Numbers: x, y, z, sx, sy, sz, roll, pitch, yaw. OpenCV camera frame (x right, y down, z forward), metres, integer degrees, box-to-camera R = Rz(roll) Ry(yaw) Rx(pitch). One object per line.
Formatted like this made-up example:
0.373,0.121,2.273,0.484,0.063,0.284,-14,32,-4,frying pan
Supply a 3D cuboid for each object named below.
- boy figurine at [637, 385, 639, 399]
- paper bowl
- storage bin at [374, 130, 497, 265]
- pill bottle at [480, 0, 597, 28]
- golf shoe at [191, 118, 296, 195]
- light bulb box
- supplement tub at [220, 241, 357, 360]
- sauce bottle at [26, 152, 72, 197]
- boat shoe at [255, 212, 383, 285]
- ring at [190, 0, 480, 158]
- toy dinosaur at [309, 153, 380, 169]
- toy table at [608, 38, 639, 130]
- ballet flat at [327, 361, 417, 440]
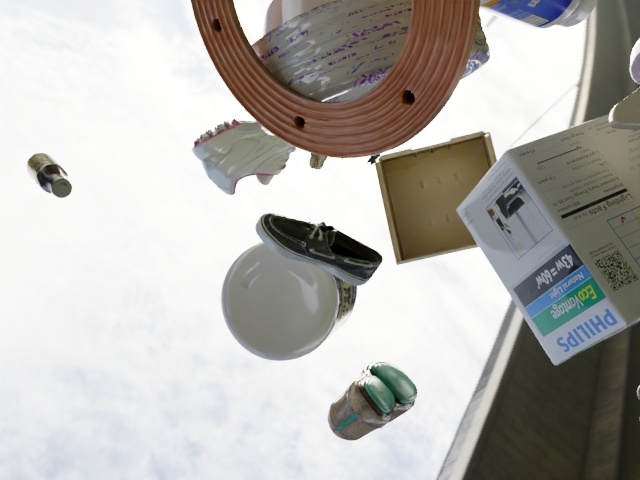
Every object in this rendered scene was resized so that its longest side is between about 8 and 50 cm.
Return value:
0.672,0.287,1.302,0.092,0.285,0.177,0,-111,6,boy figurine
0.045,-0.235,0.833,0.284,0.284,0.148,-19,-89,-52,paper bowl
0.278,-0.097,1.581,0.123,0.262,0.260,14,-116,-78,storage bin
0.366,-0.459,1.225,0.272,0.152,0.152,2,-129,-36,pill bottle
-0.083,-0.189,1.314,0.115,0.306,0.140,-83,-30,-75,golf shoe
0.523,-0.017,1.317,0.358,0.225,0.361,-20,-110,-24,light bulb box
-0.048,0.103,1.420,0.228,0.228,0.316,47,-168,6,supplement tub
-0.359,-0.086,0.931,0.042,0.042,0.128,9,-168,-38,sauce bottle
0.000,0.000,1.168,0.219,0.070,0.078,23,-134,-12,boat shoe
-0.001,-0.239,0.656,0.336,0.336,0.032,48,-134,9,ring
0.099,-0.219,1.397,0.118,0.268,0.064,48,174,19,toy dinosaur
0.623,-0.256,1.176,0.274,0.252,0.161,34,-118,-70,toy table
0.081,0.271,1.176,0.107,0.106,0.316,50,-170,18,ballet flat
